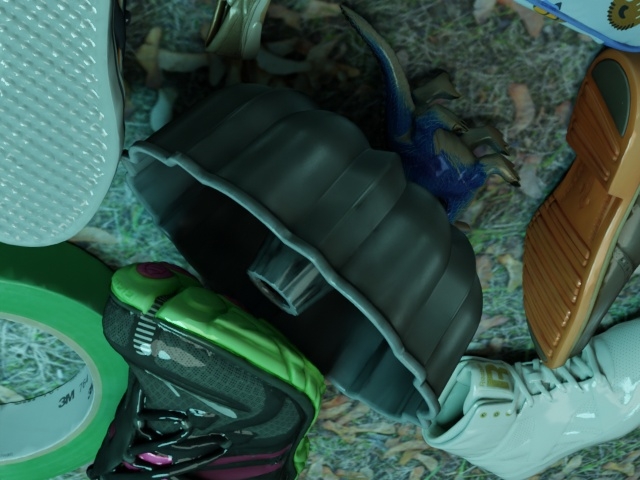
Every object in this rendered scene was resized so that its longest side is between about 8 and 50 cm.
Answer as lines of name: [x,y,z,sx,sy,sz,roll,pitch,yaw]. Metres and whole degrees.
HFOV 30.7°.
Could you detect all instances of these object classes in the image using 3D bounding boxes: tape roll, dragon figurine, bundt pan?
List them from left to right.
tape roll: [-0.334,0.122,1.141,0.321,0.077,0.321,-6,134,-6]
bundt pan: [0.000,0.000,0.947,0.124,0.330,0.331,-48,135,-16]
dragon figurine: [0.075,-0.069,1.024,0.144,0.085,0.289,-34,132,21]

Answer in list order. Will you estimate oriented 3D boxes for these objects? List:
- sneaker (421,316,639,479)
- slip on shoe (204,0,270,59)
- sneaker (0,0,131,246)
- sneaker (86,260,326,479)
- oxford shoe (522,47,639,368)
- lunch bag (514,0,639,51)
sneaker: [0.243,0.163,1.270,0.169,0.108,0.292,24,127,-34]
slip on shoe: [-0.062,-0.197,0.899,0.041,0.051,0.135,0,142,-15]
sneaker: [-0.203,-0.140,0.873,0.126,0.127,0.321,6,134,-15]
sneaker: [-0.113,0.186,1.077,0.185,0.202,0.483,29,155,20]
oxford shoe: [0.287,-0.013,1.095,0.132,0.130,0.364,-3,135,-16]
lunch bag: [0.194,-0.285,0.818,0.303,0.115,0.243,21,125,-30]
